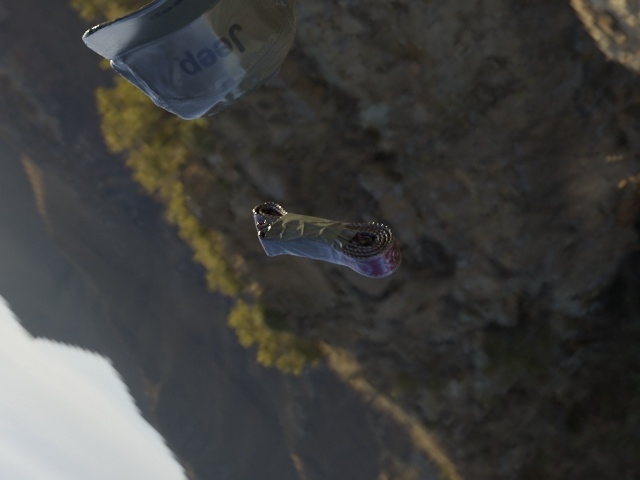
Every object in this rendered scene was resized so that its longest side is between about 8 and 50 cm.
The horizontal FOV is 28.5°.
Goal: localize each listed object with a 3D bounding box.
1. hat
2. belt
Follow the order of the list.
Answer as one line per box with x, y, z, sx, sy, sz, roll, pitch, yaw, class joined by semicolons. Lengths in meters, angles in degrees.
-0.118;-0.198;1.279;0.149;0.214;0.244;54;-169;-10;hat
0.000;0.000;1.658;0.232;0.071;0.053;13;144;35;belt
